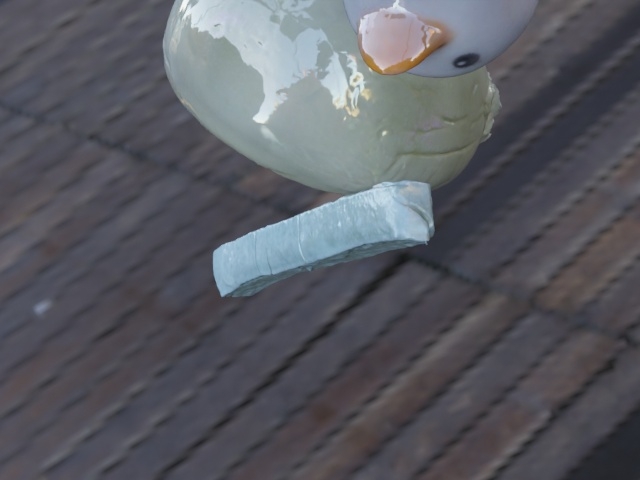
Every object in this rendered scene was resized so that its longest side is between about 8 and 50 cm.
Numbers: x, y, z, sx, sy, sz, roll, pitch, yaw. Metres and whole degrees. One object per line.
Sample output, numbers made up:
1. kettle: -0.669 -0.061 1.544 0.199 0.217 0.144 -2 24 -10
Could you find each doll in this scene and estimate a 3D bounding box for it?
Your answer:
1. doll: 0.080 -0.220 1.270 0.221 0.221 0.251 3 62 37

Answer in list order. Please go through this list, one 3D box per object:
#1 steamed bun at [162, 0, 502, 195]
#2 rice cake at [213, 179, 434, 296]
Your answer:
1. steamed bun: 0.014 -0.200 2.028 0.334 0.233 0.312 28 21 17
2. rice cake: 0.000 0.000 1.396 0.042 0.045 0.245 -1 -9 -33
